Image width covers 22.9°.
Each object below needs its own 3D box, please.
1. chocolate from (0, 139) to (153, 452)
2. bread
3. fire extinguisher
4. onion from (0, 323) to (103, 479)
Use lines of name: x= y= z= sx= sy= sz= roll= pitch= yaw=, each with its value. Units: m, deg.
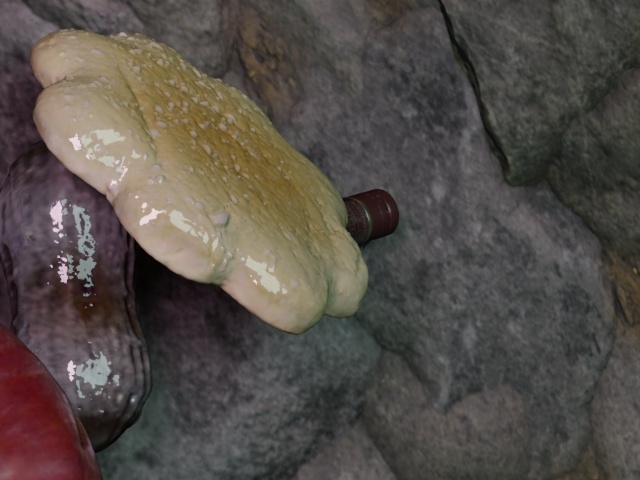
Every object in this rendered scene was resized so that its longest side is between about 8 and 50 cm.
chocolate: x=-0.177 y=0.036 z=1.127 sx=0.110 sy=0.110 sz=0.248 roll=5 pitch=66 yaw=-38
bread: x=-0.084 y=-0.056 z=1.185 sx=0.316 sy=0.054 sz=0.316 roll=36 pitch=22 yaw=-17
fire extinguisher: x=0.000 y=0.000 z=1.329 sx=0.157 sy=0.045 sz=0.078 roll=-17 pitch=98 yaw=-43
onion: x=-0.283 y=0.196 z=0.896 sx=0.347 sy=0.285 sz=0.348 roll=-2 pitch=68 yaw=4
